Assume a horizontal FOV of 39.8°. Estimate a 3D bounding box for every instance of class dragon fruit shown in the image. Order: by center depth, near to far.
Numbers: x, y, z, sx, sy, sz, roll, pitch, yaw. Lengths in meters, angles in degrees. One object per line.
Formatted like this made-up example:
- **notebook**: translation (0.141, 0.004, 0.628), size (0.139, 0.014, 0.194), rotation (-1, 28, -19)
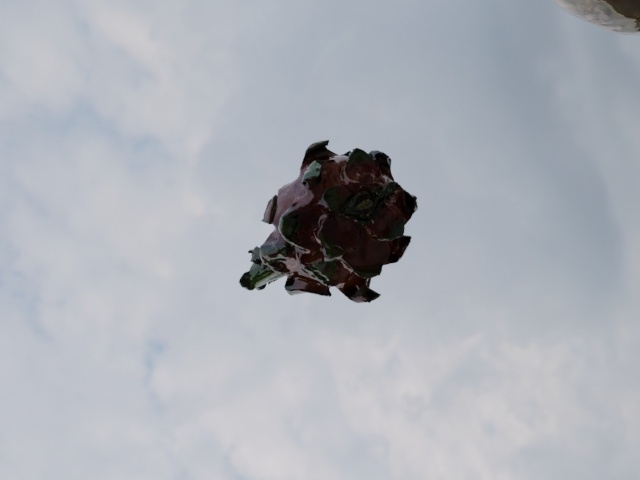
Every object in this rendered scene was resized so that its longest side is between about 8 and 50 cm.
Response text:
- **dragon fruit**: translation (0.004, 0.000, 0.884), size (0.137, 0.236, 0.135), rotation (30, -138, -8)

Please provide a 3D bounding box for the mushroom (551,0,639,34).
- **mushroom**: translation (0.331, -0.300, 0.761), size (0.292, 0.292, 0.290), rotation (35, -169, -44)
